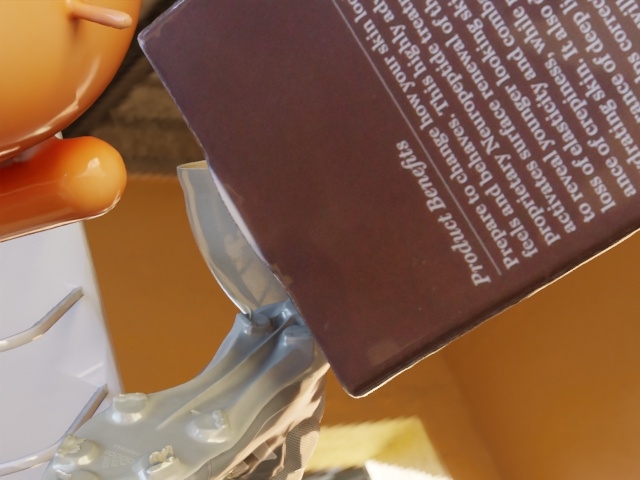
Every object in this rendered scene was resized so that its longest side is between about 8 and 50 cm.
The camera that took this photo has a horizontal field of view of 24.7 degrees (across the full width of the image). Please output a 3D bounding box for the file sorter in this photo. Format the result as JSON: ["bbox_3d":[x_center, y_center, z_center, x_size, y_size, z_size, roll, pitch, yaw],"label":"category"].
[{"bbox_3d":[-0.231,0.060,0.832,0.193,0.277,0.173,-13,8,1],"label":"file sorter"}]

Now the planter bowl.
[{"bbox_3d":[0.000,0.000,0.881,0.162,0.109,0.162,-6,6,1],"label":"planter bowl"}]

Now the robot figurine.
[{"bbox_3d":[-0.137,-0.078,0.474,0.128,0.158,0.219,-2,-4,-33],"label":"robot figurine"}]

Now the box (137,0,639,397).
[{"bbox_3d":[0.124,-0.110,0.579,0.381,0.191,0.143,-34,-5,34],"label":"box"}]

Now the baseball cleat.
[{"bbox_3d":[-0.050,0.105,0.686,0.206,0.072,0.109,-33,-48,-48],"label":"baseball cleat"}]
